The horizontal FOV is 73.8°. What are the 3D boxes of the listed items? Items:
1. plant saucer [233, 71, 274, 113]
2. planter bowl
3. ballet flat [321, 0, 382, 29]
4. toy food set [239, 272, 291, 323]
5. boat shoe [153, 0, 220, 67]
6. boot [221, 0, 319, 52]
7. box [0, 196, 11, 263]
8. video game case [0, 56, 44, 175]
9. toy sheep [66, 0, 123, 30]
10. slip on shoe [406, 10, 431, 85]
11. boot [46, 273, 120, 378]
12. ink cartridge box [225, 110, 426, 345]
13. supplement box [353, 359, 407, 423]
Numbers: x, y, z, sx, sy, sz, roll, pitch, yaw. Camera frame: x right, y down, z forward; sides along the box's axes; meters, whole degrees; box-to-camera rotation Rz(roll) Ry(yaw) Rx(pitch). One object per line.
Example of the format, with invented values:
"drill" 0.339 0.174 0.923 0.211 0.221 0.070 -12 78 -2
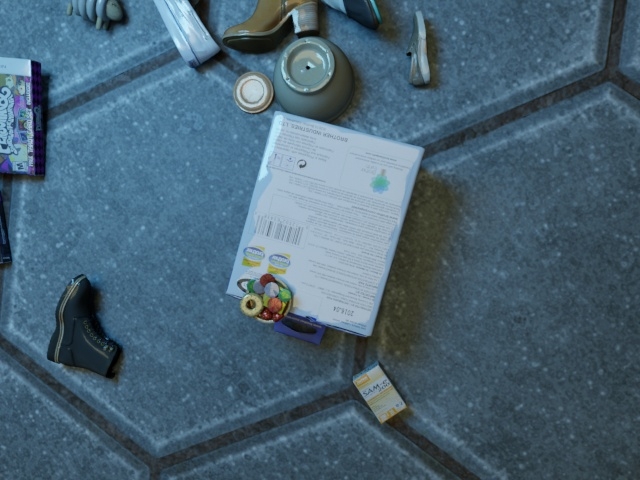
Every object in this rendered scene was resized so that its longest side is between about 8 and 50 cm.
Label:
"plant saucer" -0.136 -0.298 0.858 0.083 0.013 0.084 0 92 7
"planter bowl" -0.017 -0.308 0.798 0.161 0.109 0.162 0 92 6
"ballet flat" 0.033 -0.507 0.804 0.096 0.095 0.281 -19 79 16
"toy food set" -0.089 0.098 0.713 0.083 0.020 0.083 25 95 6
"boat shoe" -0.279 -0.474 0.838 0.084 0.095 0.258 -25 99 2
"boot" -0.103 -0.456 0.826 0.197 0.073 0.153 -10 89 -2
"box" -0.738 -0.023 0.918 0.115 0.029 0.162 -8 89 7
"video game case" -0.683 -0.257 0.874 0.210 0.042 0.232 5 100 -2
"toy sheep" -0.461 -0.481 0.852 0.132 0.091 0.091 23 94 -14
"slip on shoe" 0.182 -0.363 0.809 0.041 0.051 0.136 -6 97 18
"boot" -0.466 0.179 0.880 0.136 0.077 0.198 20 106 1
"ink cartridge box" 0.000 0.000 0.782 0.269 0.151 0.396 16 92 6
"supplement box" 0.115 0.295 0.834 0.062 0.036 0.098 -35 87 5
